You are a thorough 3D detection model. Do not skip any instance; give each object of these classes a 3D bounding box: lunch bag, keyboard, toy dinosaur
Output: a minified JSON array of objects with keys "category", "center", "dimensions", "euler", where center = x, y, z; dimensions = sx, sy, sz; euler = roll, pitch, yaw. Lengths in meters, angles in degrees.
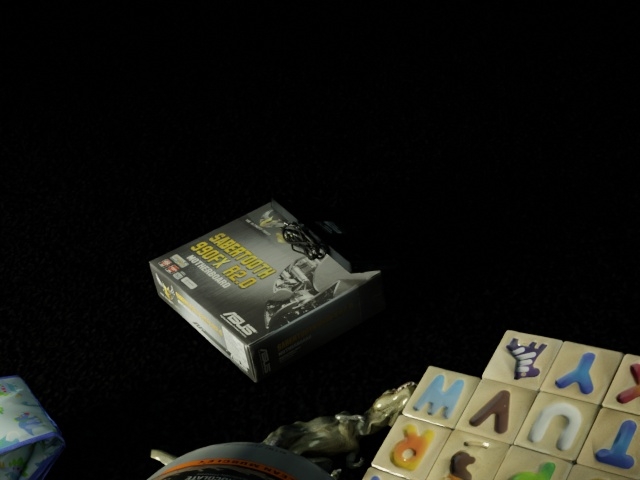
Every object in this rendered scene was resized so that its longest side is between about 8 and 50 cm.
[{"category":"lunch bag","center":[-0.333,0.204,0.943],"dimensions":[0.151,0.096,0.129],"euler":[-35,39,-18]},{"category":"keyboard","center":[0.000,0.000,1.131],"dimensions":[0.100,0.038,0.192],"euler":[0,24,-32]},{"category":"toy dinosaur","center":[-0.030,0.199,0.900],"dimensions":[0.268,0.064,0.118],"euler":[-13,14,0]}]

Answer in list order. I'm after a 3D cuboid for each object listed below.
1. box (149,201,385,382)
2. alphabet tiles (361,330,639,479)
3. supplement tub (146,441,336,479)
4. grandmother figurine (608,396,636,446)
[{"category":"box","center":[-0.065,0.051,1.139],"dimensions":[0.183,0.056,0.231],"euler":[-28,37,-24]},{"category":"alphabet tiles","center":[0.153,0.216,0.770],"dimensions":[0.285,0.011,0.343],"euler":[10,52,39]},{"category":"supplement tub","center":[-0.077,0.252,0.578],"dimensions":[0.207,0.207,0.338],"euler":[-5,1,8]},{"category":"grandmother figurine","center":[0.399,0.177,0.786],"dimensions":[0.342,0.104,0.208],"euler":[3,26,15]}]
